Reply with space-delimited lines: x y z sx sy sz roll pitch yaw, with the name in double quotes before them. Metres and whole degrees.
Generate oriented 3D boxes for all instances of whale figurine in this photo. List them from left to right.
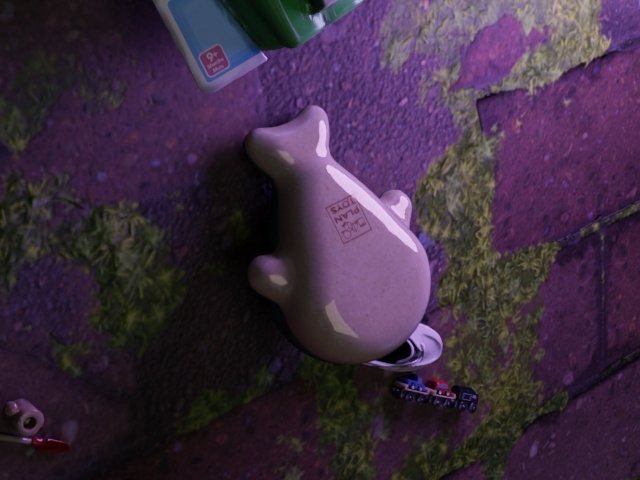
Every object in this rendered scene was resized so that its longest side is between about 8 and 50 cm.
"whale figurine" 0.000 0.000 1.153 0.216 0.141 0.272 -29 97 -30

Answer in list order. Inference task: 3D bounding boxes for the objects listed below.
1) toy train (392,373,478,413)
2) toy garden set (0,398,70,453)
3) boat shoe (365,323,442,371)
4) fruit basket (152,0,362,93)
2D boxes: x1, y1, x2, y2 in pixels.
"toy train" 0.150 0.195 1.388 0.158 0.027 0.036 16 90 -42
"toy garden set" -0.331 0.210 0.979 0.244 0.049 0.204 37 80 -41
"boat shoe" 0.090 0.126 1.290 0.184 0.063 0.066 20 92 -41
"fruit basket" -0.051 -0.358 0.950 0.327 0.165 0.353 -38 122 -24
